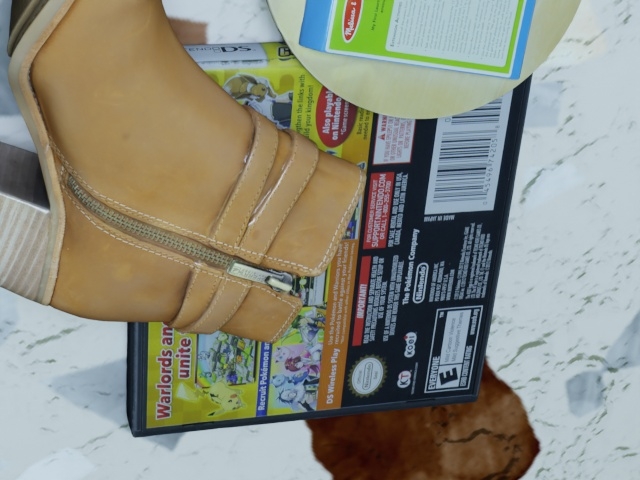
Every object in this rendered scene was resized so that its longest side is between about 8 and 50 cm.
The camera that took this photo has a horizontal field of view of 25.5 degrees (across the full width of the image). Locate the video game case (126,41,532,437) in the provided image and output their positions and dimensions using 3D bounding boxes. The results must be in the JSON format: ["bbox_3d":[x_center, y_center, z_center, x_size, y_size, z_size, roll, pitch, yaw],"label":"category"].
[{"bbox_3d":[0.000,0.000,0.916,0.248,0.035,0.275,-4,122,-15],"label":"video game case"}]

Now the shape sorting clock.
[{"bbox_3d":[0.063,-0.172,0.814,0.206,0.040,0.206,-7,109,-20],"label":"shape sorting clock"}]

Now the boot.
[{"bbox_3d":[-0.069,-0.061,0.763,0.220,0.109,0.283,18,118,-20],"label":"boot"}]
